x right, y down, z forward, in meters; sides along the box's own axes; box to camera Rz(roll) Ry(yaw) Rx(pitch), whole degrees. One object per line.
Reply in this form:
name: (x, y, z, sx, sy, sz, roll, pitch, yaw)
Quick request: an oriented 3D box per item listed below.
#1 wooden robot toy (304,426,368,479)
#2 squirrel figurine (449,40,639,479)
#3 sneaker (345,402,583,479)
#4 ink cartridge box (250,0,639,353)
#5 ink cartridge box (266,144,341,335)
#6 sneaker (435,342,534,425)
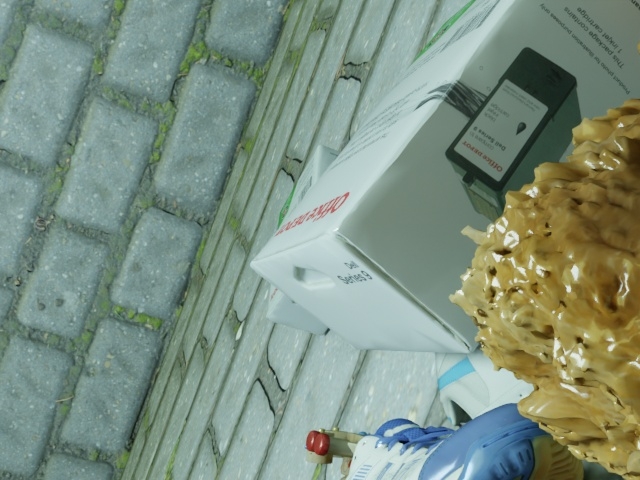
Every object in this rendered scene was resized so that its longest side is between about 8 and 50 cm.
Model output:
wooden robot toy: (0.022, 0.229, 0.840, 0.173, 0.076, 0.078, 158, 119, -71)
squirrel figurine: (0.196, 0.010, 0.242, 0.397, 0.281, 0.370, 116, 160, -82)
sneaker: (0.064, 0.168, 0.573, 0.296, 0.112, 0.130, 115, 151, -48)
ink cartridge box: (0.099, -0.062, 0.633, 0.289, 0.121, 0.211, -52, 10, -16)
ink cartridge box: (0.000, 0.000, 1.148, 0.208, 0.087, 0.153, -85, 21, -44)
sneaker: (0.149, 0.081, 0.559, 0.229, 0.088, 0.092, 147, 125, -70)
